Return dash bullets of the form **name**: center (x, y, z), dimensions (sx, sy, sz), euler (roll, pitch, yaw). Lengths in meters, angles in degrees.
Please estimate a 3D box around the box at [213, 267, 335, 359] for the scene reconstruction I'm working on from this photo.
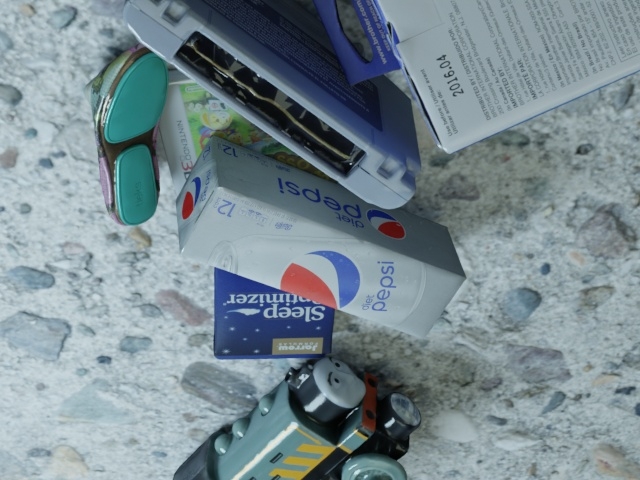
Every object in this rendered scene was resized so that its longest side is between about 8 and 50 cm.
- **box**: center (-0.051, 0.066, 1.568), dimensions (0.136, 0.036, 0.225), euler (-1, 134, -5)

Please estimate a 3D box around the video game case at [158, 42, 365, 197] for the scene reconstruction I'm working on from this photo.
- **video game case**: center (-0.051, -0.101, 1.419), dimensions (0.212, 0.023, 0.193), euler (-8, 133, 2)

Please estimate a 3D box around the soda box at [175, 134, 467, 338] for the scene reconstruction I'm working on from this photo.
- **soda box**: center (0.000, 0.000, 1.427), dimensions (0.286, 0.098, 0.091), euler (20, 120, -23)

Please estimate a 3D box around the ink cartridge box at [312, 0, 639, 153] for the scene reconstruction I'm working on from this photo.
- **ink cartridge box**: center (0.173, -0.248, 1.140), dimensions (0.395, 0.151, 0.270), euler (-23, 94, 14)

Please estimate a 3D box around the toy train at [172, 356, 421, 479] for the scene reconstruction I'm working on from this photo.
- **toy train**: center (-0.033, 0.272, 1.699), dimensions (0.190, 0.142, 0.334), euler (33, 123, -19)

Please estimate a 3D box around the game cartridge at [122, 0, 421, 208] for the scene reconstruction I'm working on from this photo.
- **game cartridge**: center (-0.039, -0.160, 1.240), dimensions (0.294, 0.196, 0.060), euler (35, 119, -19)

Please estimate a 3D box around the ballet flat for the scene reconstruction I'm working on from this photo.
- **ballet flat**: center (-0.192, -0.111, 1.359), dimensions (0.077, 0.079, 0.221), euler (-24, 142, -27)
